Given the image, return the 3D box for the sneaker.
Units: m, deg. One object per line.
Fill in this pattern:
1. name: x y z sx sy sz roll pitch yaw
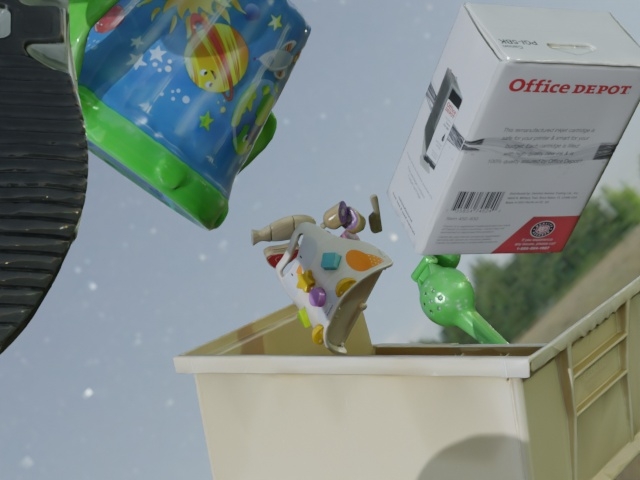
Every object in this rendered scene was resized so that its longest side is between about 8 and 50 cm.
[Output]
1. sneaker: -0.188 -0.043 0.802 0.146 0.122 0.330 104 169 -50

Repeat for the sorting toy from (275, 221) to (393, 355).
1. sorting toy: -0.001 0.028 1.002 0.045 0.075 0.083 -3 -51 -45

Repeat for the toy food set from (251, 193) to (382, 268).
1. toy food set: 0.000 0.000 1.310 0.122 0.019 0.078 -19 -36 -5

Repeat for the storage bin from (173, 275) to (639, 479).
1. storage bin: 0.085 0.105 1.020 0.262 0.123 0.260 -3 11 32

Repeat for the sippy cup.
1. sippy cup: -0.135 -0.164 1.366 0.224 0.240 0.305 -55 8 -4

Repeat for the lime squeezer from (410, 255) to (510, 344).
1. lime squeezer: 0.140 0.032 1.386 0.110 0.310 0.059 1 -51 -14

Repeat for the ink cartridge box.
1. ink cartridge box: 0.107 -0.059 0.785 0.099 0.056 0.135 0 -47 -25
